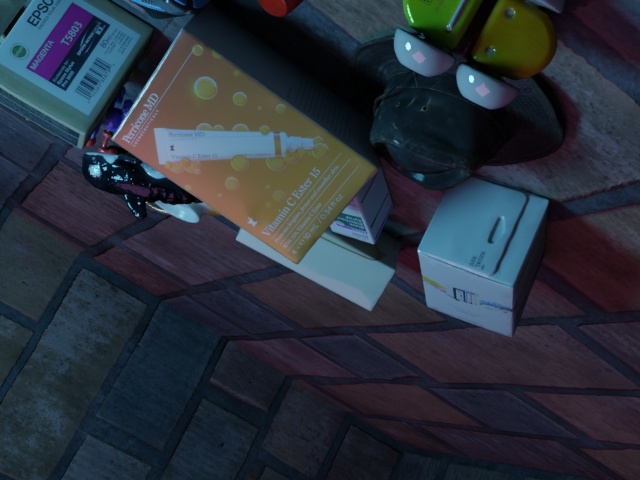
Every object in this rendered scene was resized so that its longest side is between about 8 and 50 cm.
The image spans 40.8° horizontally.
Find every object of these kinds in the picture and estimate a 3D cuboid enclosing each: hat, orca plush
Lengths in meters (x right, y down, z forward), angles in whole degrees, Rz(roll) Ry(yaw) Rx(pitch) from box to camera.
[{"bbox_3d":[0.166,-0.152,1.221,0.331,0.134,0.331,24,160,10],"label":"hat"},{"bbox_3d":[-0.315,-0.082,1.616,0.287,0.102,0.151,17,169,-15],"label":"orca plush"}]

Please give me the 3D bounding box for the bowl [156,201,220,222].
[{"bbox_3d":[-0.268,-0.132,1.799,0.289,0.156,0.289,24,160,9],"label":"bowl"}]

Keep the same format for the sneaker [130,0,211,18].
[{"bbox_3d":[-0.310,-0.418,1.175,0.341,0.125,0.139,39,159,-29],"label":"sneaker"}]

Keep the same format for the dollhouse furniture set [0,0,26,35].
[{"bbox_3d":[-0.601,-0.455,1.402,0.242,0.161,0.212,38,158,-29],"label":"dollhouse furniture set"}]

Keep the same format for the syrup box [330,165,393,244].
[{"bbox_3d":[0.056,-0.093,1.565,0.093,0.096,0.237,18,158,22],"label":"syrup box"}]

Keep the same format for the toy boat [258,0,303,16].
[{"bbox_3d":[-0.119,-0.395,0.997,0.318,0.148,0.267,36,155,-3],"label":"toy boat"}]

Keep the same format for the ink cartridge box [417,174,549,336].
[{"bbox_3d":[0.279,0.026,1.464,0.168,0.171,0.233,20,159,20],"label":"ink cartridge box"}]

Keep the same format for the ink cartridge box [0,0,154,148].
[{"bbox_3d":[-0.422,-0.304,1.444,0.193,0.235,0.088,30,160,-11],"label":"ink cartridge box"}]

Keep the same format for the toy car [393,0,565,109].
[{"bbox_3d":[0.179,-0.250,0.980,0.182,0.159,0.136,27,-163,-1],"label":"toy car"}]

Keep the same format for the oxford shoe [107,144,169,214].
[{"bbox_3d":[-0.398,-0.142,2.041,0.271,0.097,0.098,25,155,7],"label":"oxford shoe"}]

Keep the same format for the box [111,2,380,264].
[{"bbox_3d":[-0.105,-0.164,1.326,0.345,0.168,0.215,34,116,-12],"label":"box"}]

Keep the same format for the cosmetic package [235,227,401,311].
[{"bbox_3d":[0.000,0.000,1.747,0.309,0.113,0.160,27,-155,-3],"label":"cosmetic package"}]

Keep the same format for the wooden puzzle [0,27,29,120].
[{"bbox_3d":[-0.618,-0.375,1.677,0.239,0.044,0.221,59,160,4],"label":"wooden puzzle"}]

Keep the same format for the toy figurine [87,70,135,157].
[{"bbox_3d":[-0.411,-0.215,1.576,0.362,0.191,0.217,27,-156,1],"label":"toy figurine"}]
